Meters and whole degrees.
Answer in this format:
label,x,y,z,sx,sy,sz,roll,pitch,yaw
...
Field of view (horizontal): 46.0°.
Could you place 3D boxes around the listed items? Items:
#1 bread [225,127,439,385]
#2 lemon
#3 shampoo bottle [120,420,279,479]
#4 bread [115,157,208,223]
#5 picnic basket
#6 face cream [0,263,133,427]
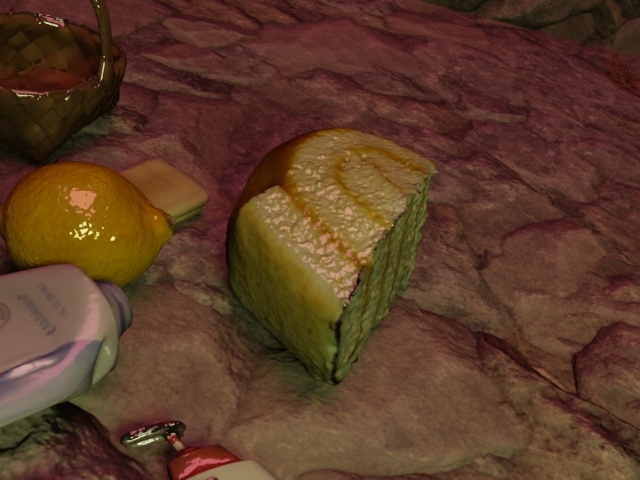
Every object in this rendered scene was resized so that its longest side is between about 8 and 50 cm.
label,x,y,z,sx,sy,sz,roll,pitch,yaw
bread,-0.007,0.002,1.110,0.264,0.239,0.395,24,36,14
lemon,-0.323,-0.016,1.025,0.244,0.186,0.186,4,38,-14
shampoo bottle,-0.105,0.296,0.802,0.153,0.071,0.284,-25,50,-28
bread,-0.286,-0.065,1.211,0.139,0.060,0.178,36,38,21
picnic basket,-0.482,-0.345,1.277,0.293,0.337,0.337,21,35,3
face cream,-0.399,0.131,0.818,0.420,0.137,0.235,-18,47,-43
